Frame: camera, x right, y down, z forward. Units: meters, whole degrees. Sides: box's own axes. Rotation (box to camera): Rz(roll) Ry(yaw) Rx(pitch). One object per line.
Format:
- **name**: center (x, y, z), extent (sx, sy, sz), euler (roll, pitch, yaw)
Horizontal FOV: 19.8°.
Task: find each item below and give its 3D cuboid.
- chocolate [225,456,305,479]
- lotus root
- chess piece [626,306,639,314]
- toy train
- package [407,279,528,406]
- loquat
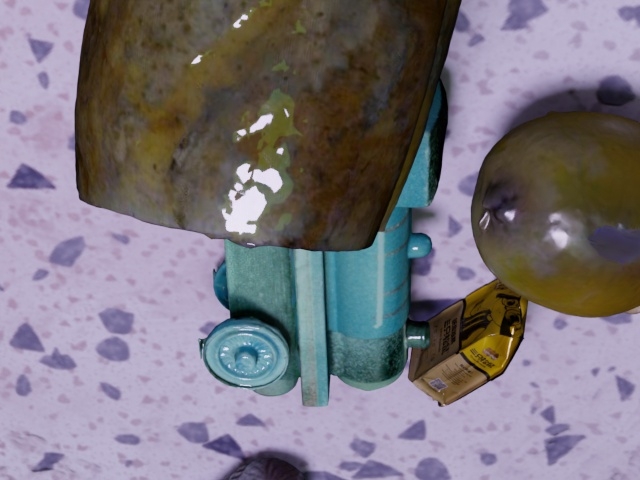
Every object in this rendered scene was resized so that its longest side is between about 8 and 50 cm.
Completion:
- **chocolate**: center (-0.075, 0.248, 1.655), extent (0.072, 0.072, 0.167), euler (39, 124, -21)
- **lotus root**: center (-0.024, -0.171, 1.175), extent (0.250, 0.250, 0.346), euler (16, 98, -4)
- **chess piece**: center (0.313, 0.044, 1.441), extent (0.172, 0.060, 0.060), euler (12, 129, -4)
- **toy train**: center (0.000, 0.000, 1.417), extent (0.194, 0.120, 0.298), euler (0, 129, 3)
- **package**: center (0.132, 0.074, 1.482), extent (0.047, 0.071, 0.131), euler (41, 123, -20)
- **loquat**: center (0.205, -0.018, 1.351), extent (0.195, 0.152, 0.152), euler (7, 132, -21)
